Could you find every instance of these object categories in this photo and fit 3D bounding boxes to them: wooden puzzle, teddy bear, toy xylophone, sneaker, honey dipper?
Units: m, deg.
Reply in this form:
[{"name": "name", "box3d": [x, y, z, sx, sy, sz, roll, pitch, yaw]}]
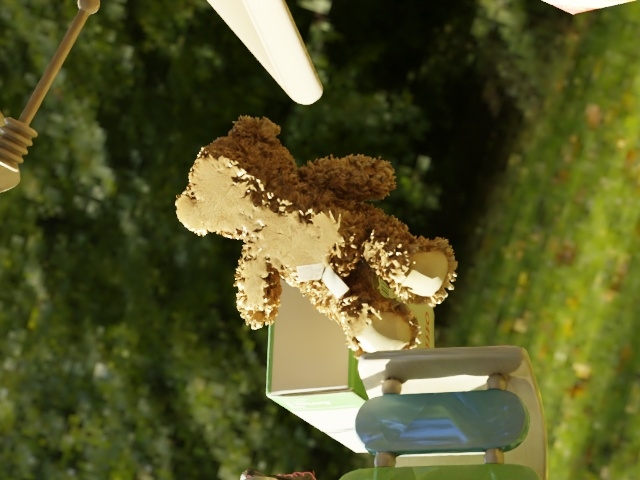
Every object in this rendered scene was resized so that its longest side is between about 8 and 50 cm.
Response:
[{"name": "wooden puzzle", "box3d": [-0.093, -0.260, 1.559, 0.044, 0.239, 0.221, -39, -36, -9]}, {"name": "teddy bear", "box3d": [0.000, 0.000, 1.917, 0.113, 0.338, 0.245, -25, -50, -65]}, {"name": "toy xylophone", "box3d": [0.047, 0.225, 1.030, 0.081, 0.236, 0.323, 56, -153, -55]}, {"name": "sneaker", "box3d": [-0.031, 0.269, 1.788, 0.047, 0.119, 0.057, -26, 37, 60]}, {"name": "honey dipper", "box3d": [-0.226, -0.134, 1.361, 0.161, 0.030, 0.030, -63, 3, -2]}]

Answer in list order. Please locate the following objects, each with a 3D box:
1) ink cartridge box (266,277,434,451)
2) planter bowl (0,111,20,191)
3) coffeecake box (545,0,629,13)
[{"name": "ink cartridge box", "box3d": [0.045, 0.139, 2.124, 0.289, 0.121, 0.211, 43, -135, -58]}, {"name": "planter bowl", "box3d": [-0.431, -0.123, 1.913, 0.162, 0.162, 0.109, -84, -4, -73]}, {"name": "coffeecake box", "box3d": [0.216, -0.241, 1.275, 0.185, 0.142, 0.068, -4, 73, 54]}]
